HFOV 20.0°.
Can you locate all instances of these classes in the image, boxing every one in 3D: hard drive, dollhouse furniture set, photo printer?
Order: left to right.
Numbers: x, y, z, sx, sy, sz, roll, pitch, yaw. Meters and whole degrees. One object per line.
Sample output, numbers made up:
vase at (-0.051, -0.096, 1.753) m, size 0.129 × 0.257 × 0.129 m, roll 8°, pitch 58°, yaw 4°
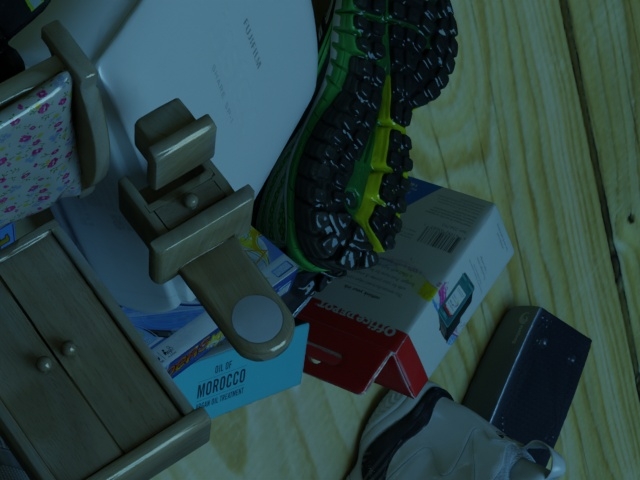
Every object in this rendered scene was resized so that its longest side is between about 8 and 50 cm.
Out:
dollhouse furniture set at (-0.136, 0.009, 1.020) m, size 0.303 × 0.174 × 0.355 m, roll -32°, pitch 162°, yaw -19°
photo printer at (-0.102, -0.139, 1.351) m, size 0.256 × 0.107 × 0.308 m, roll 73°, pitch 34°, yaw -42°
hard drive at (0.213, 0.205, 2.035) m, size 0.172 × 0.054 × 0.255 m, roll 30°, pitch 81°, yaw -55°

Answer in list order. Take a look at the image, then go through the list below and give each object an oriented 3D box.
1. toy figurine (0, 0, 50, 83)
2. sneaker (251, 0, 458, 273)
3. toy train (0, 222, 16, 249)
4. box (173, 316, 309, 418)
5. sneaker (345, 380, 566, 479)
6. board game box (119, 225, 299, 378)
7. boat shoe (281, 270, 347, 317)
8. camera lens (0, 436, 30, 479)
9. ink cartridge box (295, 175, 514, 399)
toy figurine at (-0.267, -0.121, 1.068) m, size 0.148 × 0.213 × 0.209 m, roll -50°, pitch 168°, yaw -35°
sneaker at (0.010, -0.128, 1.552) m, size 0.134 × 0.146 × 0.344 m, roll 41°, pitch 57°, yaw -34°
toy train at (-0.257, 0.008, 1.278) m, size 0.105 × 0.080 × 0.184 m, roll -35°, pitch 132°, yaw -49°
box at (-0.125, 0.104, 1.483) m, size 0.244 × 0.100 × 0.060 m, roll -16°, pitch 120°, yaw -50°
sneaker at (0.111, 0.337, 1.818) m, size 0.137 × 0.210 × 0.366 m, roll 18°, pitch 91°, yaw -55°
board game box at (-0.131, 0.035, 1.411) m, size 0.201 × 0.136 × 0.035 m, roll -37°, pitch 160°, yaw -40°
boat shoe at (0.000, 0.000, 1.626) m, size 0.228 × 0.076 × 0.080 m, roll -59°, pitch 144°, yaw -17°
camera lens at (-0.247, 0.248, 1.177) m, size 0.219 × 0.274 × 0.219 m, roll -16°, pitch 131°, yaw -20°
ink cartridge box at (0.061, 0.055, 1.685) m, size 0.231 × 0.134 × 0.078 m, roll -53°, pitch 142°, yaw -23°
